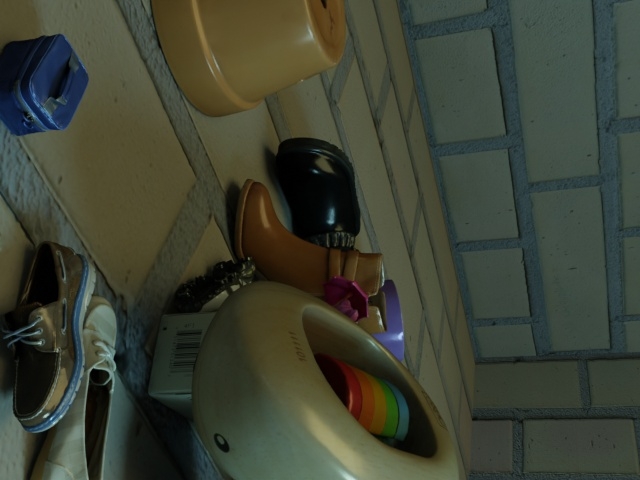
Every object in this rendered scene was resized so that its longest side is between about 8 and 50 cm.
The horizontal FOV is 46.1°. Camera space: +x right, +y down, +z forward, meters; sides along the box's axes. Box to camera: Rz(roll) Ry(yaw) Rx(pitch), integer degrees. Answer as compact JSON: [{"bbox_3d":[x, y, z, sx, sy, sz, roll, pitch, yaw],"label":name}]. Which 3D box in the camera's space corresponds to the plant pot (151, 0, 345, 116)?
[{"bbox_3d":[-0.087,-0.341,1.099,0.291,0.203,0.291,-6,90,-71],"label":"plant pot"}]

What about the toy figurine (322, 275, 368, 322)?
[{"bbox_3d":[0.000,0.121,1.092,0.130,0.159,0.173,54,-1,-17],"label":"toy figurine"}]

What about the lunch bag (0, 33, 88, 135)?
[{"bbox_3d":[-0.268,-0.148,0.721,0.067,0.065,0.098,62,28,-49],"label":"lunch bag"}]

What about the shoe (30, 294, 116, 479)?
[{"bbox_3d":[-0.232,0.159,0.757,0.076,0.058,0.219,53,36,-57],"label":"shoe"}]

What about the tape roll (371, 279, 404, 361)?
[{"bbox_3d":[0.133,0.185,1.703,0.189,0.080,0.189,174,-90,-87],"label":"tape roll"}]

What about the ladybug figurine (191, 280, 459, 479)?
[{"bbox_3d":[0.009,0.213,0.888,0.449,0.162,0.305,36,20,-46],"label":"ladybug figurine"}]

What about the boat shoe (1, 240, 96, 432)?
[{"bbox_3d":[-0.261,0.084,0.698,0.066,0.066,0.183,53,26,-50],"label":"boat shoe"}]

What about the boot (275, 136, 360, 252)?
[{"bbox_3d":[0.004,0.000,1.390,0.348,0.131,0.260,59,31,-53],"label":"boot"}]

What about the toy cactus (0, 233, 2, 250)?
[{"bbox_3d":[-0.297,0.005,0.567,0.180,0.112,0.219,-40,115,-79],"label":"toy cactus"}]

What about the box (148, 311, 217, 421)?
[{"bbox_3d":[-0.120,0.200,1.023,0.275,0.094,0.113,54,35,-56],"label":"box"}]

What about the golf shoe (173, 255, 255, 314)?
[{"bbox_3d":[-0.134,0.086,1.043,0.198,0.077,0.094,-33,116,-68],"label":"golf shoe"}]

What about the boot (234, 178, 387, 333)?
[{"bbox_3d":[-0.012,0.033,1.188,0.109,0.220,0.284,-32,116,-70],"label":"boot"}]
